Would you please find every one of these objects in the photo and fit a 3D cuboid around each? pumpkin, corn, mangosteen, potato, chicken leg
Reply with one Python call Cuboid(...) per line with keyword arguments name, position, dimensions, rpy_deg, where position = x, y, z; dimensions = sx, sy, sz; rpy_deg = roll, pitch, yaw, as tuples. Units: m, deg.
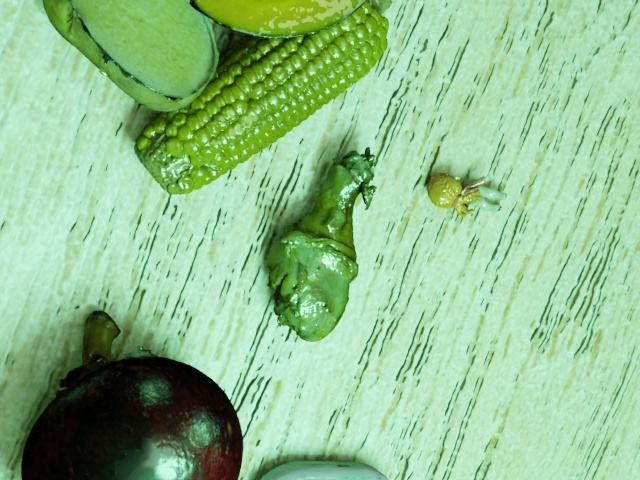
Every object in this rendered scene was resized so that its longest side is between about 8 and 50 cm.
Cuboid(name="pumpkin", position=(-0.017, -0.299, 1.533), dimensions=(0.149, 0.130, 0.254), rpy_deg=(36, 84, -12))
Cuboid(name="corn", position=(-0.054, -0.168, 1.575), dimensions=(0.322, 0.119, 0.119), rpy_deg=(-36, 115, -6))
Cuboid(name="mangosteen", position=(-0.206, 0.195, 1.551), dimensions=(0.235, 0.235, 0.261), rpy_deg=(-17, 70, -21))
Cuboid(name="potato", position=(-0.200, -0.212, 1.498), dimensions=(0.200, 0.081, 0.164), rpy_deg=(46, 45, -11))
Cuboid(name="chicken leg", position=(0.000, 0.000, 1.656), dimensions=(0.103, 0.088, 0.228), rpy_deg=(14, 97, -11))

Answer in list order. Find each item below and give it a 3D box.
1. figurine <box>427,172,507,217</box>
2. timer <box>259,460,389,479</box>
Cuboid(name="figurine", position=(0.176, -0.052, 1.750), dimensions=(0.109, 0.047, 0.064), rpy_deg=(10, 121, -33))
Cuboid(name="timer", position=(-0.004, 0.359, 1.748), dimensions=(0.190, 0.069, 0.208), rpy_deg=(4, 101, -26))
